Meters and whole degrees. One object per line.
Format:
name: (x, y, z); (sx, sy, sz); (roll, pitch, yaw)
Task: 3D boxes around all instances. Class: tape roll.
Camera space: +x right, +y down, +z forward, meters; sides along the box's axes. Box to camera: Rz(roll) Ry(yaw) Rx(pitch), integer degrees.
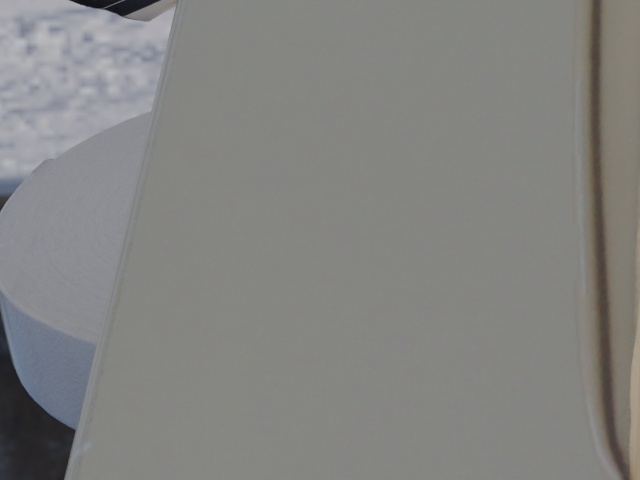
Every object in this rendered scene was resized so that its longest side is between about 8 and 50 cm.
tape roll: (0.000, 0.000, 1.080); (0.392, 0.072, 0.392); (-5, -153, 3)

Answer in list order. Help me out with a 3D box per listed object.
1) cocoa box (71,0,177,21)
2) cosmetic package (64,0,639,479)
cocoa box: (-0.001, -0.270, 0.762); (0.347, 0.231, 0.228); (-25, 179, 11)
cosmetic package: (0.029, -0.005, 0.456); (0.113, 0.309, 0.160); (0, 146, 11)
